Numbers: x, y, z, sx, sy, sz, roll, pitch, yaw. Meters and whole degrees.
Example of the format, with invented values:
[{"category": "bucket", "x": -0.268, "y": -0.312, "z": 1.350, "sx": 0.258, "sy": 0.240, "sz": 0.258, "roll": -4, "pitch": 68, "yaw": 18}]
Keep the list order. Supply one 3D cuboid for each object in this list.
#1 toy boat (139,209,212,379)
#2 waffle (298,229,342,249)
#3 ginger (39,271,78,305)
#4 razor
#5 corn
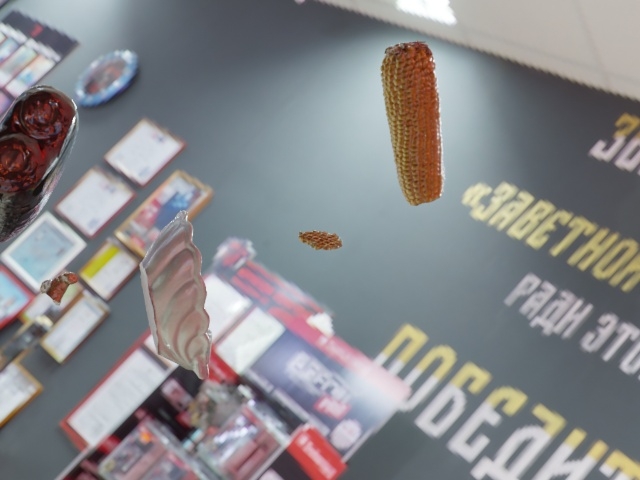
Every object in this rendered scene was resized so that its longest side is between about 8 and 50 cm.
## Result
[{"category": "toy boat", "x": -0.247, "y": 0.096, "z": 1.945, "sx": 0.199, "sy": 0.100, "sz": 0.290, "roll": -138, "pitch": -142, "yaw": -68}, {"category": "waffle", "x": 0.002, "y": 0.000, "z": 2.128, "sx": 0.085, "sy": 0.078, "sz": 0.016, "roll": -136, "pitch": -134, "yaw": -57}, {"category": "ginger", "x": -0.424, "y": 0.080, "z": 1.828, "sx": 0.097, "sy": 0.048, "sz": 0.030, "roll": -18, "pitch": -16, "yaw": 41}, {"category": "razor", "x": -0.464, "y": -0.106, "z": 1.768, "sx": 0.113, "sy": 0.204, "sz": 0.349, "roll": 30, "pitch": -22, "yaw": -11}, {"category": "corn", "x": 0.176, "y": -0.217, "z": 2.128, "sx": 0.106, "sy": 0.106, "sz": 0.305, "roll": -165, "pitch": -115, "yaw": -66}]
